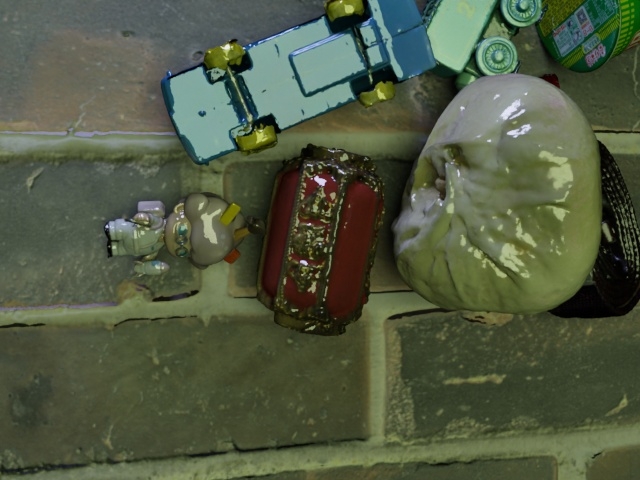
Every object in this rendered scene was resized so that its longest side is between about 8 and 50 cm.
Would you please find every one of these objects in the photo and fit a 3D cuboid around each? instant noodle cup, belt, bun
[{"bbox_3d":[0.481,-0.391,1.438,0.233,0.207,0.207,-20,100,-18],"label":"instant noodle cup"},{"bbox_3d":[0.393,-0.016,1.463,0.184,0.164,0.289,-24,100,-38],"label":"belt"},{"bbox_3d":[0.235,-0.058,1.319,0.213,0.361,0.361,4,95,-40],"label":"bun"}]

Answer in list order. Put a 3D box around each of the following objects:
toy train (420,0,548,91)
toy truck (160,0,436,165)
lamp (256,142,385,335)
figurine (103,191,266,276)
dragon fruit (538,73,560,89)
[{"bbox_3d":[0.236,-0.332,1.419,0.163,0.112,0.203,26,88,-9],"label":"toy train"},{"bbox_3d":[-0.034,-0.235,1.330,0.385,0.162,0.161,-25,101,-9],"label":"toy truck"},{"bbox_3d":[0.000,0.000,1.355,0.177,0.177,0.273,9,93,-15],"label":"lamp"},{"bbox_3d":[-0.195,-0.012,1.342,0.229,0.112,0.137,-5,124,-7],"label":"figurine"},{"bbox_3d":[0.362,-0.203,1.483,0.097,0.063,0.131,-19,100,-11],"label":"dragon fruit"}]
